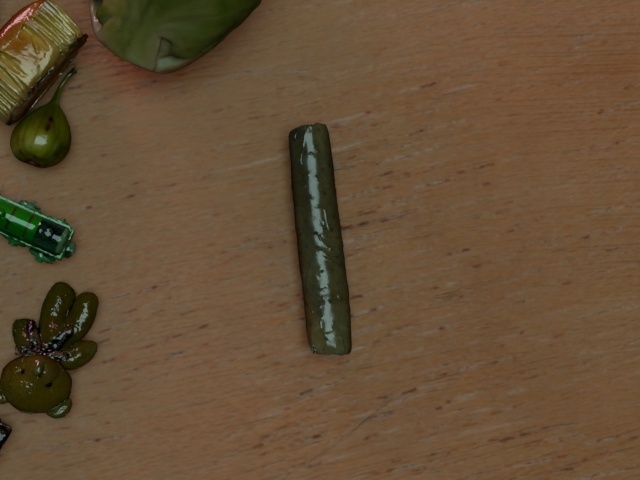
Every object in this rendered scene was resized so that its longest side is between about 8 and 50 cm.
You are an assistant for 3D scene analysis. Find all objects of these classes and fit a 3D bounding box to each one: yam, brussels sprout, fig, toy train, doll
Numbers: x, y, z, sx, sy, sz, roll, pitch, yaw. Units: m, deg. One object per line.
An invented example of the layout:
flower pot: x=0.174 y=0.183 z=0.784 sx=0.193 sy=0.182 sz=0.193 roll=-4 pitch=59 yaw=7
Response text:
yam: x=0.000 y=0.000 z=1.893 sx=0.083 sy=0.083 sz=0.371 roll=-4 pitch=86 yaw=-10
brussels sprout: x=-0.218 y=-0.430 z=1.787 sx=0.289 sy=0.281 sz=0.354 roll=26 pitch=92 yaw=-6
fig: x=-0.411 y=-0.182 z=1.843 sx=0.093 sy=0.093 sz=0.166 roll=38 pitch=59 yaw=-5
toy train: x=-0.490 y=-0.041 z=1.794 sx=0.251 sy=0.119 sz=0.085 roll=24 pitch=82 yaw=-6
doll: x=-0.416 y=0.165 z=1.807 sx=0.137 sy=0.097 sz=0.209 roll=18 pitch=78 yaw=-2

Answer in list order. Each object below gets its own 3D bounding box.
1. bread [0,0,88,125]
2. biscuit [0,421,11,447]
bread: x=-0.451 y=-0.277 z=1.807 sx=0.114 sy=0.132 sz=0.190 roll=43 pitch=77 yaw=-5
biscuit: x=-0.576 y=0.365 z=1.777 sx=0.106 sy=0.070 sz=0.252 roll=32 pitch=82 yaw=-5
